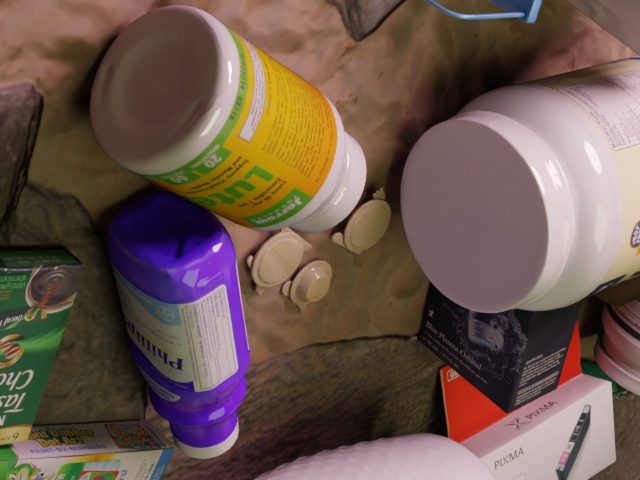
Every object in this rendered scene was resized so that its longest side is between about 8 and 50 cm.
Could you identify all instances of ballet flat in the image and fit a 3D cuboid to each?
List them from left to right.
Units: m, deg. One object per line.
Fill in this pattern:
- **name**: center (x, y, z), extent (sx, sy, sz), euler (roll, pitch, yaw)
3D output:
- **ballet flat**: center (0.412, 0.215, 1.996), extent (0.188, 0.070, 0.070), euler (5, 117, -46)

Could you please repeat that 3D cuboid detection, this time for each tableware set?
- **tableware set**: center (0.000, 0.000, 1.378), extent (0.169, 0.020, 0.141), euler (-48, 143, -3)

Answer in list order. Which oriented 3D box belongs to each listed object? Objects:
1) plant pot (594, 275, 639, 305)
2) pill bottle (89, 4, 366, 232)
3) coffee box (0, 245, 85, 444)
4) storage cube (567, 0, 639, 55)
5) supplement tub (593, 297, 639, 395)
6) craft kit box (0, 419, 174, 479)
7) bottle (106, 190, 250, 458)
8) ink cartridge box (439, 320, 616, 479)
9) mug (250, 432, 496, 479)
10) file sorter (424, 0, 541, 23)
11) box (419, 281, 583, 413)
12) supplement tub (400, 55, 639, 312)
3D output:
- **plant pot**: center (0.410, -0.035, 1.671), extent (0.215, 0.215, 0.230), euler (4, 131, -50)
- **pill bottle**: center (-0.064, -0.087, 1.127), extent (0.136, 0.136, 0.245), euler (-56, 145, 5)
- **coffee box**: center (-0.274, 0.092, 1.131), extent (0.113, 0.040, 0.184), euler (0, 120, -48)
- **storage cube**: center (0.328, -0.310, 1.289), extent (0.193, 0.183, 0.215), euler (-49, 169, -4)
- **supplement tub**: center (0.502, 0.070, 1.853), extent (0.191, 0.191, 0.272), euler (-10, 127, -44)
- **craft kit box**: center (-0.286, 0.289, 1.281), extent (0.246, 0.061, 0.250), euler (4, 117, -53)
- **bottle**: center (-0.122, 0.089, 1.234), extent (0.092, 0.118, 0.283), euler (-35, 142, -27)
- **ink cartridge box**: center (0.282, 0.236, 1.797), extent (0.275, 0.060, 0.239), euler (-23, 115, -35)
- **mug**: center (0.046, 0.388, 1.468), extent (0.328, 0.374, 0.276), euler (-3, 114, -42)
- **file sorter**: center (0.142, -0.293, 1.199), extent (0.104, 0.118, 0.170), euler (-10, 128, -38)
- **box**: center (0.207, 0.085, 1.566), extent (0.093, 0.156, 0.158), euler (-20, 134, -35)
- **supplement tub**: center (0.267, -0.060, 1.438), extent (0.324, 0.235, 0.235), euler (-17, 132, -39)
